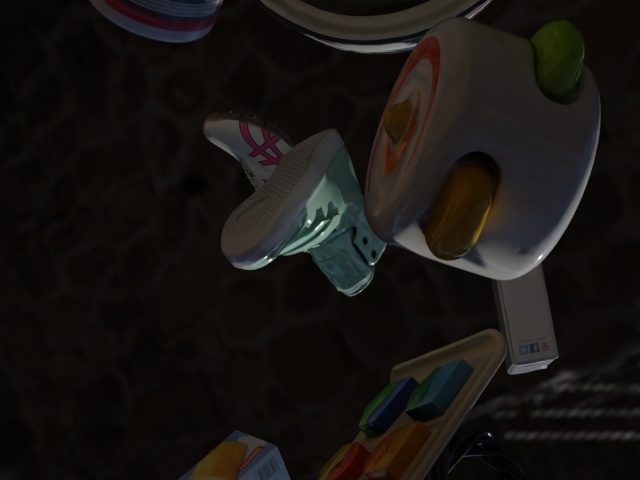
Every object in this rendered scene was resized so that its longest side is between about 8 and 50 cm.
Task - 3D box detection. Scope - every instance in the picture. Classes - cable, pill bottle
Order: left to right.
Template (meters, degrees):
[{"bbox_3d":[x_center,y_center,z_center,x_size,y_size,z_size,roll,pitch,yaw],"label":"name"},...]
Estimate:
[{"bbox_3d":[-0.104,-0.251,1.098,0.108,0.108,0.180,-17,142,-47],"label":"pill bottle"},{"bbox_3d":[0.167,0.284,1.514,0.047,0.150,0.184,-50,-162,57],"label":"cable"}]

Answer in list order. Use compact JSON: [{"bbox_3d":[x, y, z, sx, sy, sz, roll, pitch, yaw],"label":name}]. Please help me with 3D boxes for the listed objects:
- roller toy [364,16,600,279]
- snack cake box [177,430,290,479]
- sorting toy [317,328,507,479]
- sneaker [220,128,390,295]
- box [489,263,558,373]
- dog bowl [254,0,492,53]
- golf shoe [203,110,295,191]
[{"bbox_3d":[0.119,-0.073,1.166,0.146,0.209,0.191,18,168,-12],"label":"roller toy"},{"bbox_3d":[-0.148,0.390,1.883,0.089,0.152,0.264,13,-138,44],"label":"snack cake box"},{"bbox_3d":[0.064,0.175,1.299,0.208,0.038,0.193,-56,-166,-30],"label":"sorting toy"},{"bbox_3d":[0.001,0.000,1.412,0.094,0.151,0.256,-24,-166,28],"label":"sneaker"},{"bbox_3d":[0.217,-0.008,1.707,0.058,0.322,0.232,-9,171,4],"label":"box"},{"bbox_3d":[0.074,-0.413,1.800,0.408,0.408,0.150,-24,165,2],"label":"dog bowl"},{"bbox_3d":[-0.060,-0.089,1.728,0.086,0.186,0.067,-65,-175,-15],"label":"golf shoe"}]
